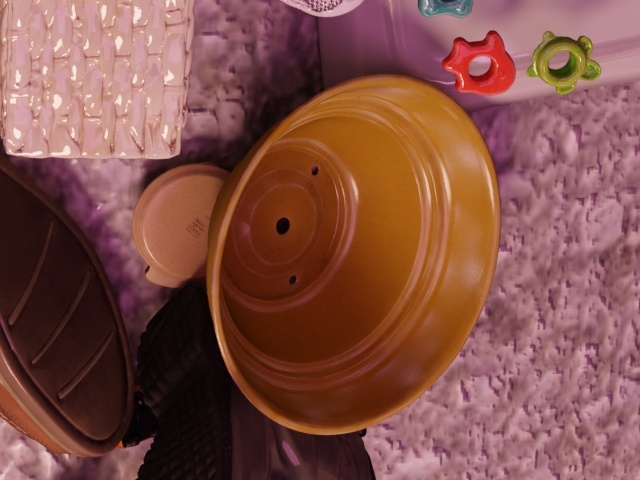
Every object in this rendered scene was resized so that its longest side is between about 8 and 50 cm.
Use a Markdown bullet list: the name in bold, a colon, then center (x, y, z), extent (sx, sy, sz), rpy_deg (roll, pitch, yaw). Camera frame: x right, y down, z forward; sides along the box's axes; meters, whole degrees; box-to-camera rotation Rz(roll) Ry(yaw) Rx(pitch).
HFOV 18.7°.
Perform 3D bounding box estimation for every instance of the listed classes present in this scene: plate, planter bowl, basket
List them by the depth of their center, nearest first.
- **basket**: center (-0.126, -0.132, 1.087), extent (0.113, 0.103, 0.167), rpy_deg (0, 116, -12)
- **plate**: center (0.129, -0.202, 1.147), extent (0.277, 0.045, 0.278), rpy_deg (-11, 117, -7)
- **planter bowl**: center (0.000, 0.000, 1.169), extent (0.217, 0.090, 0.217), rpy_deg (-13, 111, -35)

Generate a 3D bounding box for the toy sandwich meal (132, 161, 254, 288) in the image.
- **toy sandwich meal**: center (-0.079, -0.011, 1.200), extent (0.085, 0.029, 0.086), rpy_deg (-5, 113, -12)

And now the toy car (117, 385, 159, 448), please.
- **toy car**: center (-0.119, 0.146, 1.251), extent (0.040, 0.060, 0.122), rpy_deg (-3, 113, 24)

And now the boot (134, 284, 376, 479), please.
- **boot**: center (-0.026, 0.142, 1.158), extent (0.161, 0.246, 0.083), rpy_deg (31, 123, -27)

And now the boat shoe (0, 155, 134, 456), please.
- **boat shoe**: center (-0.221, 0.007, 1.139), extent (0.104, 0.111, 0.307), rpy_deg (-12, 122, 32)

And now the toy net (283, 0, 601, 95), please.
- **toy net**: center (0.054, -0.149, 1.107), extent (0.232, 0.045, 0.122), rpy_deg (4, 116, -13)
